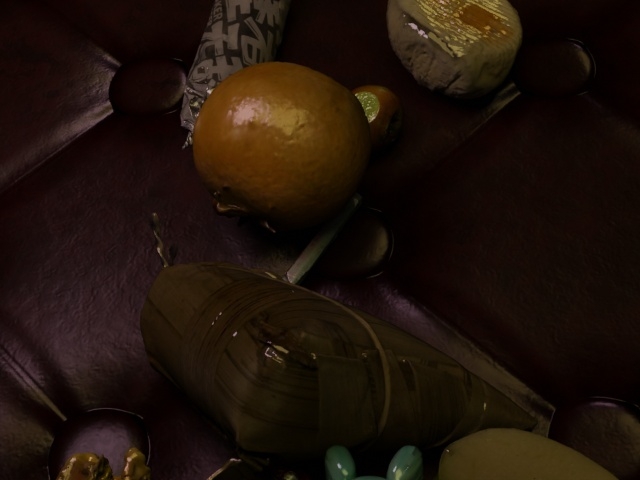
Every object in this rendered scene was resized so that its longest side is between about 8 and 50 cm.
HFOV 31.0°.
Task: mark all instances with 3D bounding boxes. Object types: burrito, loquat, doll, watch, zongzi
[{"bbox_3d":[-0.150,-0.318,2.007,0.139,0.101,0.446,10,55,7],"label":"burrito"},{"bbox_3d":[-0.066,-0.136,1.765,0.274,0.275,0.275,-3,55,4],"label":"loquat"},{"bbox_3d":[0.073,0.309,1.357,0.159,0.059,0.158,4,34,11],"label":"doll"},{"bbox_3d":[-0.120,0.393,1.519,0.268,0.102,0.165,-37,52,-8],"label":"watch"},{"bbox_3d":[-0.008,0.170,1.664,0.500,0.466,0.218,30,101,55],"label":"zongzi"}]

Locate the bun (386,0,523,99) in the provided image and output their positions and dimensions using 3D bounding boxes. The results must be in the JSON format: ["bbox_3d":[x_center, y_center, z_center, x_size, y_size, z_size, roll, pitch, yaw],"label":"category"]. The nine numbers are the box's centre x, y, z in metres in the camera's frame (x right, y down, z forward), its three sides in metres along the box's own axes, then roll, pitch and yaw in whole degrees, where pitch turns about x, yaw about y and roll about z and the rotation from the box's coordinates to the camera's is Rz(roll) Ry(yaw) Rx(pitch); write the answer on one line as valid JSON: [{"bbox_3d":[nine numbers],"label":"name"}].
[{"bbox_3d":[0.215,-0.340,1.953,0.243,0.153,0.244,10,48,-11],"label":"bun"}]

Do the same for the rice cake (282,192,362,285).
[{"bbox_3d":[0.000,0.000,1.807,0.033,0.033,0.208,30,64,13],"label":"rice cake"}]

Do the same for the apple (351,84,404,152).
[{"bbox_3d":[0.081,-0.199,1.900,0.102,0.099,0.114,20,85,29],"label":"apple"}]

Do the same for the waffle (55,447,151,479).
[{"bbox_3d":[-0.260,0.426,1.429,0.261,0.151,0.324,-51,49,-2],"label":"waffle"}]

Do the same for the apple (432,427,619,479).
[{"bbox_3d":[0.217,0.394,1.340,0.360,0.311,0.320,36,96,42],"label":"apple"}]
